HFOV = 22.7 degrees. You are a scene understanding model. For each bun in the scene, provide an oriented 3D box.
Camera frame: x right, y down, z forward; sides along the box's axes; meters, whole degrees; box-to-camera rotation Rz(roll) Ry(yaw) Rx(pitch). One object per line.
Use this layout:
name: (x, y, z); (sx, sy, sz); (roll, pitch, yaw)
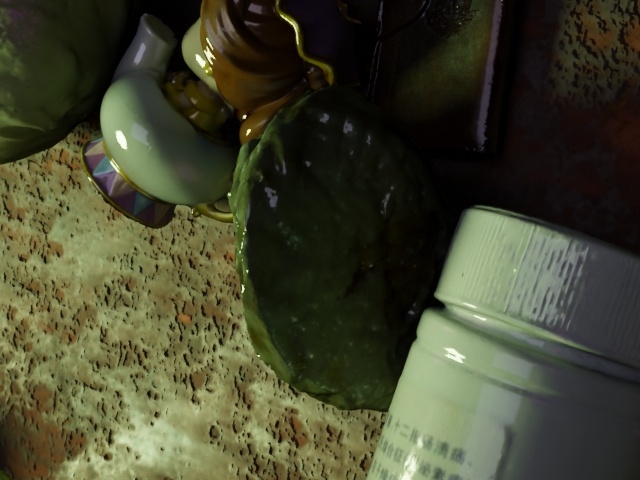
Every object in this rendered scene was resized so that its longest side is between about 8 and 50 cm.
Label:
bun: (-0.255, -0.173, 1.412); (0.168, 0.273, 0.273); (31, 102, 0)

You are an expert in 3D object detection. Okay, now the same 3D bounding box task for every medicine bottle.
medicine bottle: (0.133, 0.154, 1.093); (0.190, 0.190, 0.332); (21, 94, 36)

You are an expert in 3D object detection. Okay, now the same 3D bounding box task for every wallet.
wallet: (0.102, -0.193, 1.279); (0.137, 0.031, 0.255); (6, 85, 36)

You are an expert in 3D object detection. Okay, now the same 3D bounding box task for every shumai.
shumai: (0.001, 0.000, 1.209); (0.189, 0.256, 0.218); (-34, 28, -9)

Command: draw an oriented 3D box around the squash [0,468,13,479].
squash: (-0.324, 0.329, 1.411); (0.237, 0.204, 0.155); (-21, 47, 30)

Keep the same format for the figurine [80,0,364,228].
figurine: (-0.078, -0.129, 1.332); (0.263, 0.142, 0.189); (-42, 86, 21)
